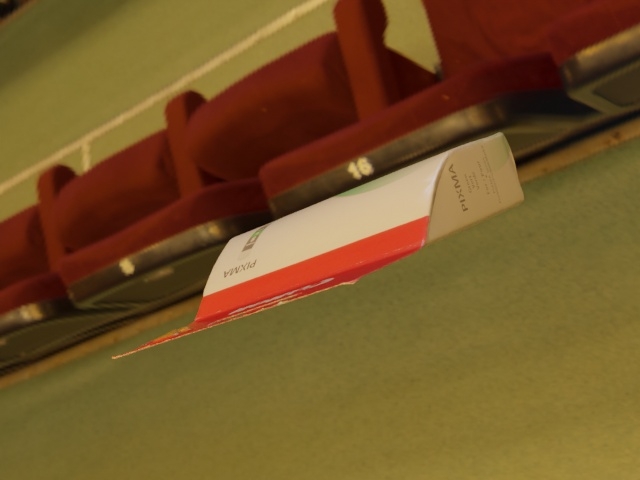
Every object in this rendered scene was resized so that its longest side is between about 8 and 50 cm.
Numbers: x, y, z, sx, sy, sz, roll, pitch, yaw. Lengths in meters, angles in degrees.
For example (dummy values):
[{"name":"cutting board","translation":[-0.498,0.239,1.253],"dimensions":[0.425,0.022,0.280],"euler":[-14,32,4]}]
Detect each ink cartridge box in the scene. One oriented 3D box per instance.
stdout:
[{"name":"ink cartridge box","translation":[0.000,0.000,0.642],"dimensions":[0.181,0.225,0.056],"euler":[-20,88,35]}]
